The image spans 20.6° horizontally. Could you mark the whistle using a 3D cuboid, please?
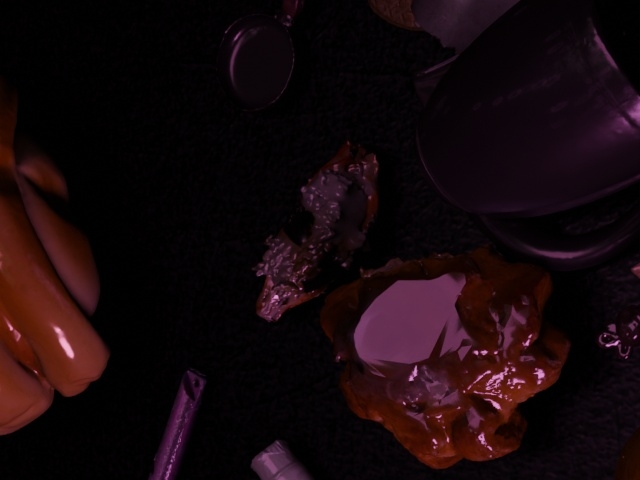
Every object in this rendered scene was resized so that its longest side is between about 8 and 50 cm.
[{"bbox_3d":[-0.170,0.234,2.050,0.033,0.033,0.176,25,100,31],"label":"whistle"}]

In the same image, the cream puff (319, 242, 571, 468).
[{"bbox_3d":[0.121,0.110,1.801,0.269,0.155,0.241,24,100,29],"label":"cream puff"}]

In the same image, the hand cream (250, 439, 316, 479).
[{"bbox_3d":[-0.001,0.311,1.929,0.078,0.050,0.205,-48,68,24],"label":"hand cream"}]

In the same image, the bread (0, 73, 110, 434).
[{"bbox_3d":[-0.407,0.021,2.129,0.245,0.329,0.424,-20,71,-12],"label":"bread"}]

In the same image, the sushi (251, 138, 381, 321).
[{"bbox_3d":[-0.001,0.001,1.921,0.097,0.103,0.226,35,108,12],"label":"sushi"}]

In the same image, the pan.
[{"bbox_3d":[-0.047,-0.242,1.997,0.115,0.040,0.212,44,116,28],"label":"pan"}]

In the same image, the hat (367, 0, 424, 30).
[{"bbox_3d":[0.109,-0.302,1.896,0.146,0.067,0.146,-1,108,-2],"label":"hat"}]

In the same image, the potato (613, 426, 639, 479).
[{"bbox_3d":[0.434,0.202,1.598,0.369,0.176,0.195,-32,43,23],"label":"potato"}]

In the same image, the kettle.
[{"bbox_3d":[0.235,-0.102,1.734,0.290,0.207,0.268,-33,97,33],"label":"kettle"}]

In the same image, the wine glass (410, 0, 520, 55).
[{"bbox_3d":[0.198,-0.301,1.797,0.126,0.126,0.241,44,109,27],"label":"wine glass"}]

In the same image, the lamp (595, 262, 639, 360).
[{"bbox_3d":[0.368,0.014,1.674,0.118,0.118,0.253,46,109,26],"label":"lamp"}]
